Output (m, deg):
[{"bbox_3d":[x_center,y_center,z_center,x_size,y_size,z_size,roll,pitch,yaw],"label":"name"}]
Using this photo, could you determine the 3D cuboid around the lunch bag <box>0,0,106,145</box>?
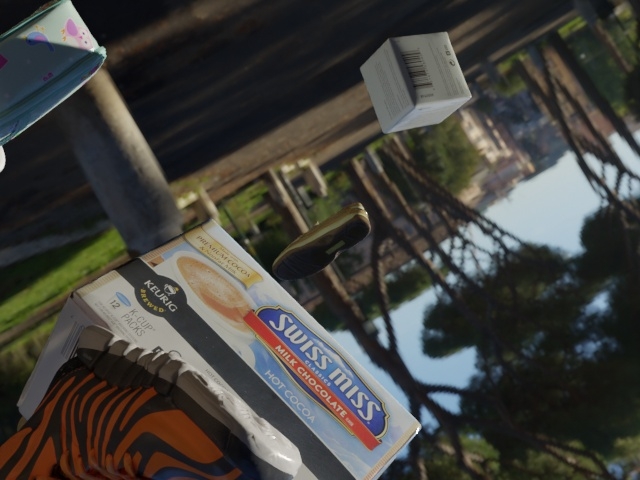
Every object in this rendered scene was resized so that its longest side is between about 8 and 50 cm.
[{"bbox_3d":[-0.409,-0.179,1.172,0.279,0.108,0.224,-17,-153,51],"label":"lunch bag"}]

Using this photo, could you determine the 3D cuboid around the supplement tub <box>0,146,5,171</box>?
[{"bbox_3d":[-0.706,-0.136,1.767,0.190,0.117,0.117,-29,180,18],"label":"supplement tub"}]

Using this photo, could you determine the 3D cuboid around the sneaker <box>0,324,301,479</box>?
[{"bbox_3d":[-0.145,0.178,0.697,0.180,0.124,0.321,-56,-154,-18],"label":"sneaker"}]

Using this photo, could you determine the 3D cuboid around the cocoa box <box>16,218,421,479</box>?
[{"bbox_3d":[-0.114,0.195,1.030,0.228,0.347,0.231,-33,163,-49],"label":"cocoa box"}]

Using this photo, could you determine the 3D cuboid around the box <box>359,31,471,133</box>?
[{"bbox_3d":[0.125,-0.209,1.239,0.101,0.101,0.087,-13,167,-30],"label":"box"}]

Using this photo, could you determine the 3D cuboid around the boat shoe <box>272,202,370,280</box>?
[{"bbox_3d":[0.000,0.000,1.581,0.190,0.068,0.072,-29,-141,15],"label":"boat shoe"}]

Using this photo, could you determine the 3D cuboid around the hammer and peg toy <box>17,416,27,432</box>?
[{"bbox_3d":[-0.432,0.480,1.696,0.266,0.361,0.127,-60,150,-8],"label":"hammer and peg toy"}]
